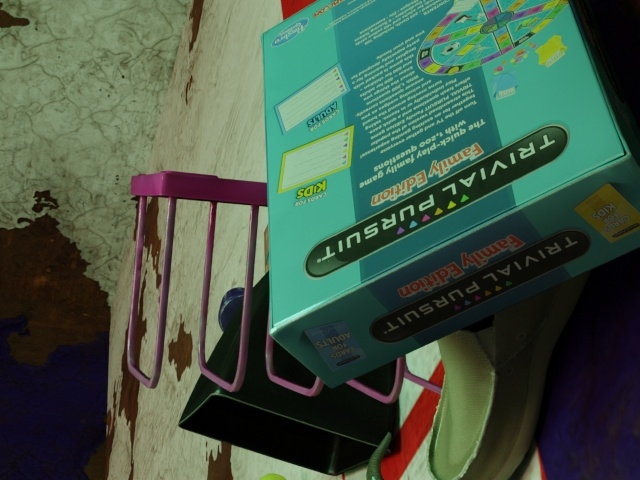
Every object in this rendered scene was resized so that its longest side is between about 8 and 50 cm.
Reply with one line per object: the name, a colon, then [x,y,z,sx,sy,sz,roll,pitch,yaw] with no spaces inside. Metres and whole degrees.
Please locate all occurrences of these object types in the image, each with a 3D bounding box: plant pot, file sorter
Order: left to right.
plant pot: [-0.023,0.132,1.234,0.188,0.187,0.167,133,155,-63]
file sorter: [-0.019,0.042,1.043,0.202,0.290,0.182,-173,88,-74]

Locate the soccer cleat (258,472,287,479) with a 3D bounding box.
soccer cleat: [-0.052,0.424,1.383,0.121,0.093,0.289,-6,69,42]

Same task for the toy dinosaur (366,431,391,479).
toy dinosaur: [0.099,0.294,0.882,0.160,0.121,0.314,-40,38,50]

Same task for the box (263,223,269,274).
box: [0.000,0.000,1.346,0.170,0.091,0.130,118,154,-50]

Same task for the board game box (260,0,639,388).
board game box: [0.083,-0.089,0.844,0.253,0.079,0.336,-27,41,21]

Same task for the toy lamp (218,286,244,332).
toy lamp: [-0.092,0.135,1.632,0.275,0.080,0.080,-130,49,-66]

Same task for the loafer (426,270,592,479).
loafer: [0.122,0.076,0.884,0.102,0.092,0.269,-113,36,-64]
